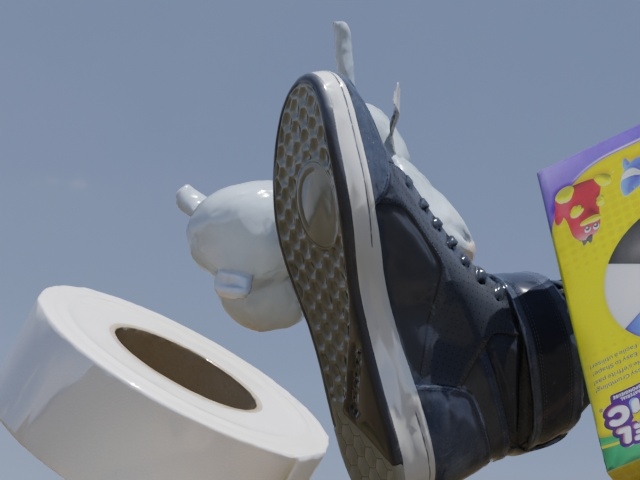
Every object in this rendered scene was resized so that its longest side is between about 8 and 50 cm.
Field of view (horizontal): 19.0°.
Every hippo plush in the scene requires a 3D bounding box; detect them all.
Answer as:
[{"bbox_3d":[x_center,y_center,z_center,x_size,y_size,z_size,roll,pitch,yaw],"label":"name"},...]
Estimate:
[{"bbox_3d":[0.000,0.000,1.876,0.236,0.234,0.294,-29,-36,-10],"label":"hippo plush"}]

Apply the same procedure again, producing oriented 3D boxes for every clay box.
[{"bbox_3d":[0.184,0.033,0.896,0.127,0.222,0.053,-26,-47,19],"label":"clay box"}]

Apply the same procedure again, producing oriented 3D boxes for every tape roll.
[{"bbox_3d":[-0.136,0.150,1.642,0.286,0.100,0.286,29,8,-4],"label":"tape roll"}]

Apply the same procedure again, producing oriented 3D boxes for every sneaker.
[{"bbox_3d":[0.071,0.010,0.999,0.163,0.226,0.086,-16,6,-25],"label":"sneaker"}]
